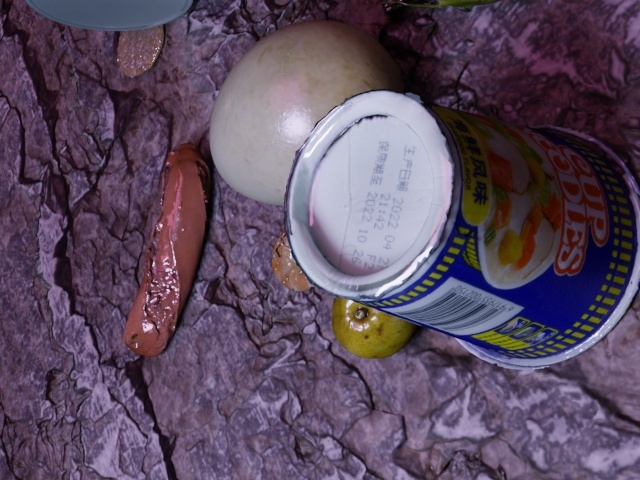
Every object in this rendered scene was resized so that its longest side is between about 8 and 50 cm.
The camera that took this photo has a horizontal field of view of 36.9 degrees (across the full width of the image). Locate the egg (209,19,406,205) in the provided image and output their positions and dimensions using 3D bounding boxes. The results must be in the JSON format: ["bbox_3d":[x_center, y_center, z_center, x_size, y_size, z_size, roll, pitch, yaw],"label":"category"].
[{"bbox_3d":[-0.027,-0.149,1.199,0.295,0.219,0.218,-23,66,47],"label":"egg"}]

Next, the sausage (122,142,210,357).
[{"bbox_3d":[-0.221,0.017,1.423,0.087,0.079,0.326,16,93,27],"label":"sausage"}]

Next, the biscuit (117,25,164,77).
[{"bbox_3d":[-0.302,-0.330,1.605,0.120,0.015,0.120,-11,73,39],"label":"biscuit"}]

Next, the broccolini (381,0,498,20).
[{"bbox_3d":[0.179,-0.340,1.162,0.272,0.062,0.123,6,100,47],"label":"broccolini"}]

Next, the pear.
[{"bbox_3d":[0.062,0.087,1.131,0.107,0.131,0.107,-3,83,25],"label":"pear"}]

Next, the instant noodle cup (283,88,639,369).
[{"bbox_3d":[0.135,-0.017,0.967,0.284,0.312,0.284,-10,74,40],"label":"instant noodle cup"}]

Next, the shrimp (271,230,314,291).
[{"bbox_3d":[0.000,0.000,1.265,0.184,0.043,0.091,-44,63,33],"label":"shrimp"}]

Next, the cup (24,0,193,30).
[{"bbox_3d":[-0.327,-0.549,1.528,0.310,0.401,0.392,-4,80,6],"label":"cup"}]
